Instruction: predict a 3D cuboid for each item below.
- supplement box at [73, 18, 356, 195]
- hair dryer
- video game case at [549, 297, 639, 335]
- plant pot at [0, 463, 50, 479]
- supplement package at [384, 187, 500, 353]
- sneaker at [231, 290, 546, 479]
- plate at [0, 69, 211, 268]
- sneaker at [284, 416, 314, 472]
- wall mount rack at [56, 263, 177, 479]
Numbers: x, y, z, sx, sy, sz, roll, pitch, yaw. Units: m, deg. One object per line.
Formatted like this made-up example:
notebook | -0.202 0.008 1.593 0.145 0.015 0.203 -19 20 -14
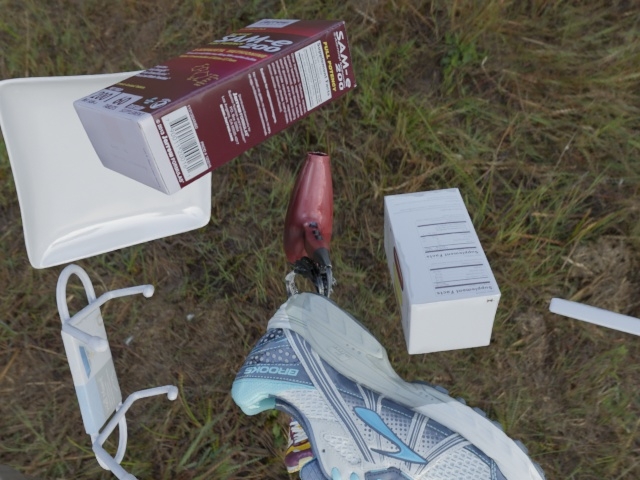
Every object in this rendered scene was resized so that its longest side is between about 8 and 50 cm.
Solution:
supplement box | -0.094 -0.143 0.524 0.130 0.073 0.239 21 47 40
hair dryer | 0.000 0.000 0.820 0.080 0.223 0.293 4 69 -20
video game case | 0.507 0.136 0.868 0.227 0.206 0.026 14 90 33
plant pot | -0.595 0.602 1.054 0.323 0.280 0.323 -7 71 19
supplement package | 0.190 0.046 0.898 0.134 0.139 0.244 -7 44 1
sneaker | 0.050 0.171 0.435 0.283 0.110 0.122 34 62 19
plate | -0.287 -0.111 0.763 0.278 0.277 0.045 -18 43 -33
sneaker | -0.032 0.342 0.934 0.069 0.185 0.084 -12 80 -4
wall mount rack | -0.318 0.210 0.831 0.130 0.304 0.350 -10 101 0
